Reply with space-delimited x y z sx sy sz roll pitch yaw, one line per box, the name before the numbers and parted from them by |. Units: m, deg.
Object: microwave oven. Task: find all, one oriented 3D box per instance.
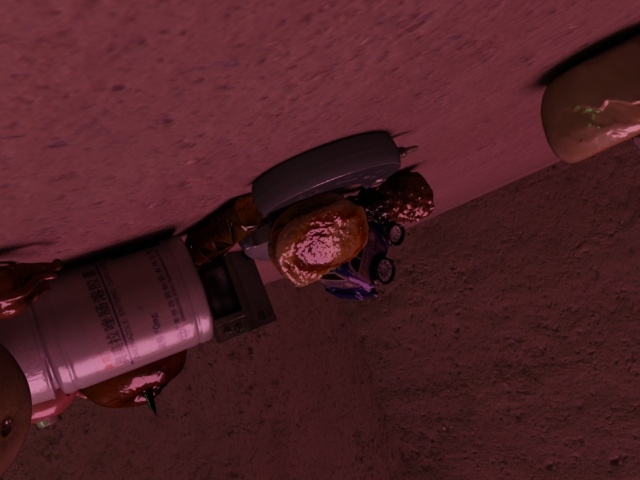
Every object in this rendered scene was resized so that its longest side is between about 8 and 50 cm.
microwave oven | -0.223 0.143 1.841 0.129 0.205 0.163 -22 174 16

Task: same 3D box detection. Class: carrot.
carrot | -0.163 -0.013 1.184 0.069 0.069 0.229 -17 173 -36

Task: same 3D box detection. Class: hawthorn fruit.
hawthorn fruit | -0.426 0.248 1.596 0.268 0.301 0.268 -18 169 -4

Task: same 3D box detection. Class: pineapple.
pineapple | 0.110 -0.072 1.494 0.237 0.119 0.111 -16 -141 -6

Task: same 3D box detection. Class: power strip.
power strip | 0.034 -0.103 1.048 0.253 0.054 0.167 -17 175 -33

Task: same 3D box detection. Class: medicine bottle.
medicine bottle | -0.357 0.128 1.160 0.332 0.190 0.190 -20 175 -19

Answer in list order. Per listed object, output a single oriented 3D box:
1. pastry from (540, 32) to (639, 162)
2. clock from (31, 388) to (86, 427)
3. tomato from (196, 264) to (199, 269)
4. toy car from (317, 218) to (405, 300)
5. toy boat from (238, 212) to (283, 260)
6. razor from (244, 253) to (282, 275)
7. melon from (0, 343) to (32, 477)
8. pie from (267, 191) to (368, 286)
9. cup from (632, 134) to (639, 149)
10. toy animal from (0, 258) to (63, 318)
pastry | 0.447 -0.214 1.056 0.265 0.133 0.265 -22 176 -2
clock | -0.647 0.300 1.615 0.227 0.241 0.142 -17 171 -28
tomato | -0.346 0.096 1.413 0.228 0.101 0.228 -41 175 -4
toy car | 0.071 0.008 1.650 0.172 0.235 0.158 0 156 45
toy boat | -0.092 -0.017 1.491 0.134 0.079 0.208 -30 162 18
razor | -0.122 0.027 1.704 0.093 0.056 0.324 -38 -163 -19
melon | -0.545 0.221 0.917 0.330 0.268 0.268 5 -179 12
pie | 0.000 0.000 1.388 0.205 0.084 0.179 -30 131 1
cup | 0.684 -0.230 1.163 0.327 0.323 0.237 -47 136 16
toy animal | -0.460 0.070 0.880 0.224 0.066 0.230 -2 -168 22
